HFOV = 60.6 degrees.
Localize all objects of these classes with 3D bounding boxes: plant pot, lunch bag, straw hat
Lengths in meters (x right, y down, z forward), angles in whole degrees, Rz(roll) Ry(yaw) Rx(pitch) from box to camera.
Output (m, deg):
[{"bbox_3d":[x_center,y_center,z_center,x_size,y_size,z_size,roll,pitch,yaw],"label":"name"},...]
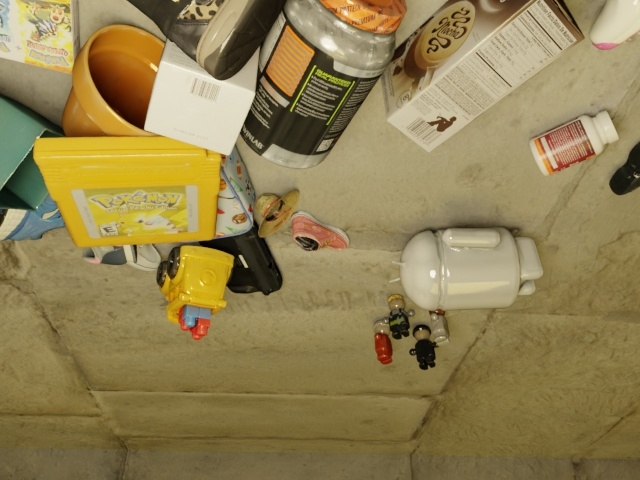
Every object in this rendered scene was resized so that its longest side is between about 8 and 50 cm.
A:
[{"bbox_3d":[-0.354,-0.237,0.966,0.188,0.205,0.205,-24,136,40],"label":"plant pot"},{"bbox_3d":[-0.597,-0.191,0.985,0.234,0.165,0.166,37,90,-2],"label":"plant pot"},{"bbox_3d":[-0.283,-0.123,1.168,0.243,0.115,0.303,-7,141,11],"label":"lunch bag"},{"bbox_3d":[-0.115,-0.076,1.257,0.061,0.144,0.144,41,140,14],"label":"straw hat"}]

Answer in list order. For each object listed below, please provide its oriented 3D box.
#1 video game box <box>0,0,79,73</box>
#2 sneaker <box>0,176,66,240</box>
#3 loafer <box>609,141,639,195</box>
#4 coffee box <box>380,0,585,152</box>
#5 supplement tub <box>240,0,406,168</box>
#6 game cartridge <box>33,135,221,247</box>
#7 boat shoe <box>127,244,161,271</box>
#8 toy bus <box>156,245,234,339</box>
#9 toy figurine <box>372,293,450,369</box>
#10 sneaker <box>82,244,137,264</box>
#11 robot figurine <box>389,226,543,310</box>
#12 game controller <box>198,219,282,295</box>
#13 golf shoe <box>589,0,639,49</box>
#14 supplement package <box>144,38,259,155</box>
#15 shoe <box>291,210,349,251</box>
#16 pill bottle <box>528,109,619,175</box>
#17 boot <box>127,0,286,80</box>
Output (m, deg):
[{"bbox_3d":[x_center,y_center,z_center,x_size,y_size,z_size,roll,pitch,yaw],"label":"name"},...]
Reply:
[{"bbox_3d":[-0.506,-0.382,0.896,0.205,0.048,0.187,10,142,-13],"label":"video game box"},{"bbox_3d":[-0.590,-0.110,1.191,0.330,0.130,0.147,-37,152,28],"label":"sneaker"},{"bbox_3d":[0.696,-0.168,1.175,0.061,0.062,0.170,-11,149,-24],"label":"loafer"},{"bbox_3d":[0.246,-0.309,0.899,0.119,0.168,0.297,29,132,-31],"label":"coffee box"},{"bbox_3d":[-0.006,-0.285,0.905,0.193,0.193,0.316,17,138,-21],"label":"supplement tub"},{"bbox_3d":[-0.330,-0.079,1.000,0.285,0.052,0.323,-4,157,-14],"label":"game cartridge"},{"bbox_3d":[-0.461,-0.002,1.335,0.076,0.083,0.226,-21,136,25],"label":"boat shoe"},{"bbox_3d":[-0.313,0.141,1.338,0.149,0.211,0.220,13,152,-30],"label":"toy bus"},{"bbox_3d":[0.272,0.271,1.643,0.213,0.148,0.209,9,134,-8],"label":"toy figurine"},{"bbox_3d":[-0.478,-0.059,1.164,0.131,0.112,0.319,-7,134,-11],"label":"sneaker"},{"bbox_3d":[0.347,0.071,1.342,0.353,0.200,0.300,-2,140,2],"label":"robot figurine"},{"bbox_3d":[-0.211,0.043,1.425,0.166,0.067,0.319,4,143,18],"label":"game controller"},{"bbox_3d":[0.487,-0.436,0.808,0.140,0.115,0.306,21,131,-9],"label":"golf shoe"},{"bbox_3d":[-0.179,-0.280,0.867,0.139,0.244,0.134,14,139,-19],"label":"supplement package"},{"bbox_3d":[0.000,0.000,1.344,0.178,0.081,0.063,29,132,-32],"label":"shoe"},{"bbox_3d":[0.509,-0.197,1.104,0.152,0.086,0.086,-25,135,27],"label":"pill bottle"},{"bbox_3d":[-0.143,-0.438,0.720,0.284,0.138,0.377,32,96,4],"label":"boot"}]
